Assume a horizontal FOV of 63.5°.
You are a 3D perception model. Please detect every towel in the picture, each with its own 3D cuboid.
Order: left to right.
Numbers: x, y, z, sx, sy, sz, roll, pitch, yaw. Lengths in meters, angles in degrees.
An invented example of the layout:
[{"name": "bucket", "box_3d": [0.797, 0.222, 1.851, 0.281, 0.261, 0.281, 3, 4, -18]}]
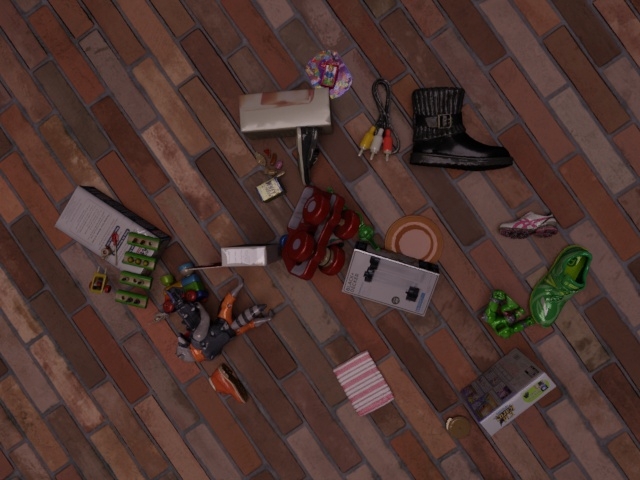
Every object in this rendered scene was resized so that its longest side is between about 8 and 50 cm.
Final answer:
[{"name": "towel", "box_3d": [0.150, 0.497, 1.800, 0.144, 0.029, 0.197, -30, 87, 5]}]

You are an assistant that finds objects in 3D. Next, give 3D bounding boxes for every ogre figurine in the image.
[{"name": "ogre figurine", "box_3d": [0.612, 0.252, 1.717, 0.118, 0.097, 0.197, -47, 132, 9]}]

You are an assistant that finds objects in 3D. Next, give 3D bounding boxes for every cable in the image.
[{"name": "cable", "box_3d": [0.218, -0.404, 1.743, 0.140, 0.072, 0.286, 11, 92, -2]}]

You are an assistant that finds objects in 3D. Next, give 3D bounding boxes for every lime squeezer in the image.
[{"name": "lime squeezer", "box_3d": [0.120, -0.057, 1.752, 0.059, 0.110, 0.310, -48, 57, 20]}]

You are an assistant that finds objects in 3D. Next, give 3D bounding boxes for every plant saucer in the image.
[{"name": "plant saucer", "box_3d": [0.319, 0.012, 1.765, 0.200, 0.037, 0.199, 0, 92, 4]}]

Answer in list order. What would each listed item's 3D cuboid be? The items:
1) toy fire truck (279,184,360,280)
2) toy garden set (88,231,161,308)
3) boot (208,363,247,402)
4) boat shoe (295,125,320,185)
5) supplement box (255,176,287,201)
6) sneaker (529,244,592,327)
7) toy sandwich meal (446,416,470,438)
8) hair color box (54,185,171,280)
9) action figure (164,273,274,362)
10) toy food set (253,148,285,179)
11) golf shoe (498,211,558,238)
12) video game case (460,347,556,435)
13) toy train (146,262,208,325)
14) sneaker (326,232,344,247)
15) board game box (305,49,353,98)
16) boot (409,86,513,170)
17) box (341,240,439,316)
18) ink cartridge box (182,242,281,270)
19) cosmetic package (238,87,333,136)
[{"name": "toy fire truck", "box_3d": [-0.031, -0.028, 1.693, 0.170, 0.254, 0.302, 25, 87, -34]}, {"name": "toy garden set", "box_3d": [-0.663, 0.091, 1.732, 0.204, 0.049, 0.244, 13, 95, 4]}, {"name": "boot", "box_3d": [-0.325, 0.521, 1.823, 0.085, 0.059, 0.158, -42, 80, 7]}, {"name": "boat shoe", "box_3d": [-0.039, -0.274, 1.709, 0.079, 0.233, 0.084, -9, 49, -9]}, {"name": "supplement box", "box_3d": [-0.169, -0.172, 1.773, 0.083, 0.083, 0.056, -28, 89, 4]}, {"name": "sneaker", "box_3d": [0.783, 0.147, 1.690, 0.110, 0.123, 0.295, 26, 94, 3]}, {"name": "toy sandwich meal", "box_3d": [0.473, 0.640, 1.778, 0.086, 0.029, 0.085, 0, 91, 0]}, {"name": "hair color box", "box_3d": [-0.721, -0.028, 1.808, 0.347, 0.105, 0.173, 33, 96, 3]}, {"name": "action figure", "box_3d": [-0.353, 0.266, 1.705, 0.330, 0.179, 0.341, -42, 127, -10]}, {"name": "toy food set", "box_3d": [-0.172, -0.269, 1.799, 0.078, 0.019, 0.122, -29, 76, 2]}, {"name": "golf shoe", "box_3d": [0.688, -0.053, 1.728, 0.186, 0.067, 0.085, -2, 65, 5]}, {"name": "video game case", "box_3d": [0.584, 0.471, 1.642, 0.244, 0.269, 0.061, -39, 91, 5]}, {"name": "toy train", "box_3d": [-0.528, 0.186, 1.812, 0.248, 0.105, 0.143, -25, 76, 9]}, {"name": "sneaker", "box_3d": [0.000, 0.000, 1.788, 0.162, 0.057, 0.075, -12, 64, 13]}, {"name": "board game box", "box_3d": [0.027, -0.572, 1.771, 0.133, 0.033, 0.168, -31, 89, 4]}, {"name": "boot", "box_3d": [0.464, -0.368, 1.695, 0.349, 0.131, 0.259, 6, 92, 5]}, {"name": "box", "box_3d": [0.231, 0.128, 1.729, 0.290, 0.087, 0.169, 18, 110, 4]}, {"name": "ink cartridge box", "box_3d": [-0.277, 0.049, 1.681, 0.262, 0.296, 0.066, -3, 91, 4]}, {"name": "cosmetic package", "box_3d": [-0.110, -0.421, 1.728, 0.297, 0.153, 0.129, -3, 90, 3]}]
